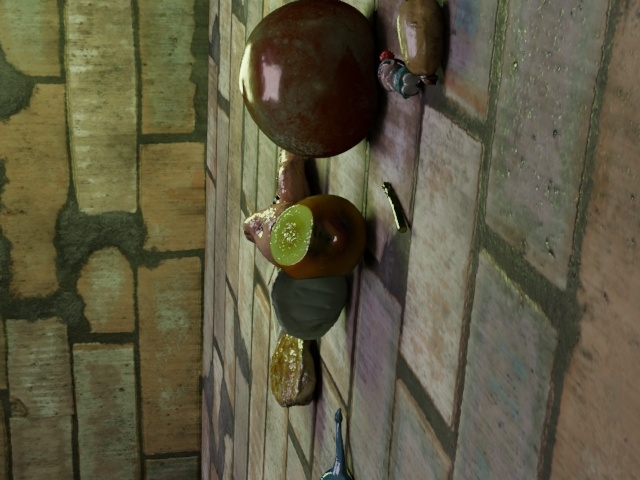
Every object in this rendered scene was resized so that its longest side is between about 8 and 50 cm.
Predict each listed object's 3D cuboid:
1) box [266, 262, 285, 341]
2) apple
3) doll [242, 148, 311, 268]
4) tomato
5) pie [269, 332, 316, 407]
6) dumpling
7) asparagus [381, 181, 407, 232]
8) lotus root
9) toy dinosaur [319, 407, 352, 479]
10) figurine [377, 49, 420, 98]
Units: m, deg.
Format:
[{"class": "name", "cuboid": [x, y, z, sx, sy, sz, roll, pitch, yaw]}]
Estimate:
[{"class": "box", "cuboid": [-0.101, 0.134, 2.483, 0.109, 0.029, 0.198, 114, 151, -60]}, {"class": "apple", "cuboid": [0.000, -0.006, 1.771, 0.147, 0.163, 0.146, 176, 92, -72]}, {"class": "doll", "cuboid": [-0.087, -0.075, 2.141, 0.201, 0.156, 0.303, 74, -171, -54]}, {"class": "tomato", "cuboid": [-0.025, -0.271, 1.727, 0.270, 0.222, 0.270, 178, 90, -80]}, {"class": "pie", "cuboid": [-0.052, 0.272, 2.211, 0.193, 0.079, 0.163, -108, 31, -50]}, {"class": "dumpling", "cuboid": [-0.026, 0.087, 1.911, 0.108, 0.152, 0.219, -122, 29, -65]}, {"class": "asparagus", "cuboid": [0.115, -0.055, 1.605, 0.015, 0.018, 0.127, 49, -164, -36]}, {"class": "lotus root", "cuboid": [0.136, -0.286, 1.398, 0.072, 0.063, 0.152, 152, 112, -85]}, {"class": "toy dinosaur", "cuboid": [0.022, 0.492, 1.944, 0.144, 0.076, 0.329, -110, 24, -69]}, {"class": "figurine", "cuboid": [0.116, -0.244, 1.515, 0.106, 0.047, 0.060, -131, 25, -63]}]
